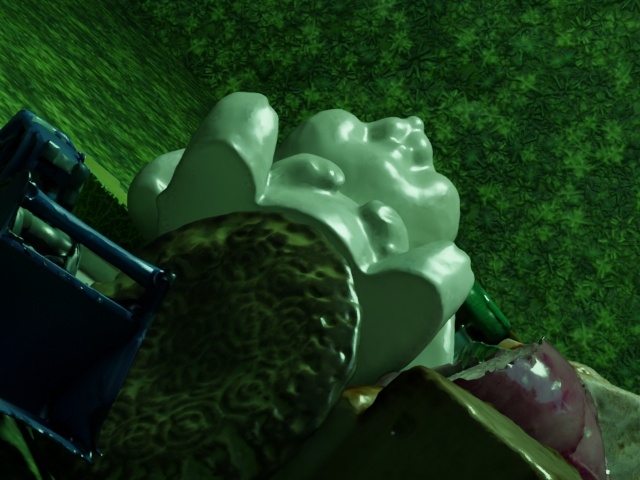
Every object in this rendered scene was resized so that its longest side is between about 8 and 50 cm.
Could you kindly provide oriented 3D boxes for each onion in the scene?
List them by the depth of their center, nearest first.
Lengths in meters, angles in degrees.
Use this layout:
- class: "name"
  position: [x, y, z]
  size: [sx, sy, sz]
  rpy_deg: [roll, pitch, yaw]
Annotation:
- class: "onion"
  position: [0.079, 0.164, 0.974]
  size: [0.207, 0.201, 0.200]
  rpy_deg: [-10, 36, -26]

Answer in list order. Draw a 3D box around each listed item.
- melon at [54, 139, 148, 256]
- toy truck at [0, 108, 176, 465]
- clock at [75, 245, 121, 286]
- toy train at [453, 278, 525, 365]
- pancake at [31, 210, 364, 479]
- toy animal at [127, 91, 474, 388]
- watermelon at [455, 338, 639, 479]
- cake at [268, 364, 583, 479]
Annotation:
- class: "melon"
  position: [-0.159, -0.004, 1.253]
  size: [0.209, 0.064, 0.118]
  rpy_deg: [45, 7, 38]
- class: "toy truck"
  position: [-0.163, 0.010, 0.806]
  size: [0.113, 0.126, 0.208]
  rpy_deg: [38, 9, -43]
- class: "clock"
  position: [-0.137, 0.057, 0.959]
  size: [0.191, 0.062, 0.151]
  rpy_deg: [49, 7, 37]
- class: "toy train"
  position: [0.134, 0.134, 1.723]
  size: [0.249, 0.178, 0.429]
  rpy_deg: [51, 2, -32]
- class: "pancake"
  position: [-0.068, 0.061, 0.818]
  size: [0.199, 0.199, 0.021]
  rpy_deg: [50, -10, 47]
- class: "toy animal"
  position: [0.000, 0.000, 1.179]
  size: [0.271, 0.206, 0.265]
  rpy_deg: [34, 22, 2]
- class: "watermelon"
  position: [0.184, 0.228, 1.231]
  size: [0.319, 0.292, 0.222]
  rpy_deg: [10, 6, -39]
- class: "cake"
  position: [0.077, 0.202, 0.779]
  size: [0.293, 0.196, 0.198]
  rpy_deg: [43, 3, 42]
